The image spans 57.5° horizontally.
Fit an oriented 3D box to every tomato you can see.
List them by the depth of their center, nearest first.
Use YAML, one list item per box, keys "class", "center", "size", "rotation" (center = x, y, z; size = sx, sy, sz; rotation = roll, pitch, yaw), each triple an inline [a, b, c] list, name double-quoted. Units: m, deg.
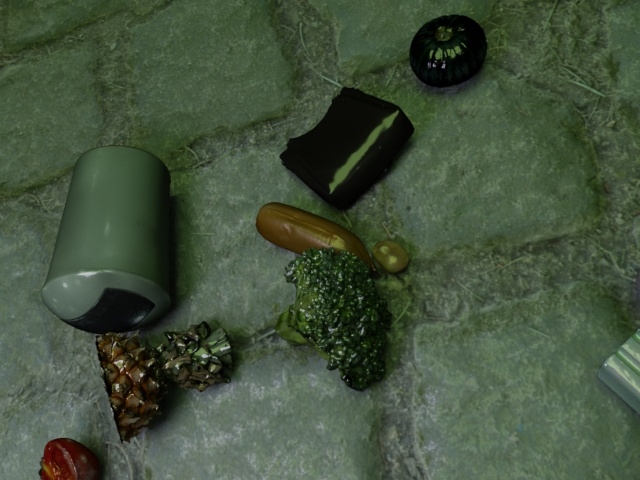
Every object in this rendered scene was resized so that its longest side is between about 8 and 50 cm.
- class: "tomato"
  center: [-0.542, 0.508, 1.279]
  size: [0.139, 0.091, 0.159]
  rotation: [16, 96, 33]

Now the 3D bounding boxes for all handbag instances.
- class: "handbag"
  center: [0.059, -0.243, 1.460]
  size: [0.285, 0.113, 0.257]
  rotation: [-48, 55, -2]

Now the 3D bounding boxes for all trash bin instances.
- class: "trash bin"
  center: [-0.497, 0.011, 1.411]
  size: [0.280, 0.280, 0.432]
  rotation: [-12, 58, 11]

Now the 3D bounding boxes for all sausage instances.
- class: "sausage"
  center: [-0.001, -0.001, 1.355]
  size: [0.328, 0.112, 0.112]
  rotation: [22, 72, 24]

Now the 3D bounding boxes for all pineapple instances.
- class: "pineapple"
  center: [-0.326, 0.281, 1.281]
  size: [0.271, 0.263, 0.263]
  rotation: [-16, 58, -18]

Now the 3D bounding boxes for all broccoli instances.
- class: "broccoli"
  center: [0.021, 0.166, 1.243]
  size: [0.245, 0.247, 0.288]
  rotation: [-14, 66, 52]

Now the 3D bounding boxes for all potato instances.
- class: "potato"
  center: [0.157, 0.035, 1.317]
  size: [0.083, 0.062, 0.068]
  rotation: [44, 51, 1]

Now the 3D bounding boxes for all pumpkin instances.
- class: "pumpkin"
  center: [0.323, -0.484, 1.484]
  size: [0.201, 0.140, 0.202]
  rotation: [-7, 60, 12]

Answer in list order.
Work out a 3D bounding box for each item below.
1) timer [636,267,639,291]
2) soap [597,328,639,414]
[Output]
- class: "timer"
  center: [0.721, 0.070, 1.100]
  size: [0.208, 0.069, 0.190]
  rotation: [-39, 57, -21]
- class: "soap"
  center: [0.663, 0.278, 1.021]
  size: [0.173, 0.095, 0.289]
  rotation: [-40, 59, -7]
